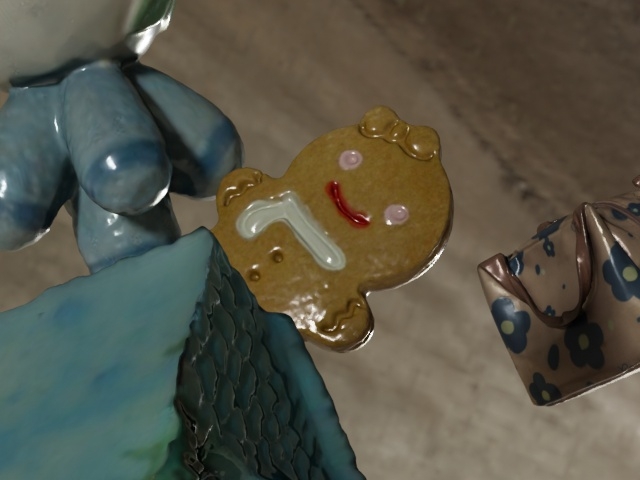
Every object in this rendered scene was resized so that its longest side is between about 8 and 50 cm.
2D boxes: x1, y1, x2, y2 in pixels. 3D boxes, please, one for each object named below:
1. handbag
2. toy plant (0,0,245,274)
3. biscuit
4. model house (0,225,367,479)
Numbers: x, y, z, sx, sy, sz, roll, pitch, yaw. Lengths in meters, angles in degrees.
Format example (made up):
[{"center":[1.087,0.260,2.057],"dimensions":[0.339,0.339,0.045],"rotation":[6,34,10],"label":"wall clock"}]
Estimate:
[{"center":[0.310,0.054,1.931],"dimensions":[0.190,0.193,0.251],"rotation":[-23,175,-40],"label":"handbag"},{"center":[-0.199,-0.103,1.501],"dimensions":[0.247,0.332,0.247],"rotation":[-16,-178,0],"label":"toy plant"},{"center":[0.000,-0.001,1.364],"dimensions":[0.184,0.249,0.035],"rotation":[53,174,26],"label":"biscuit"},{"center":[-0.127,0.174,1.093],"dimensions":[0.261,0.226,0.241],"rotation":[-20,130,23],"label":"model house"}]
